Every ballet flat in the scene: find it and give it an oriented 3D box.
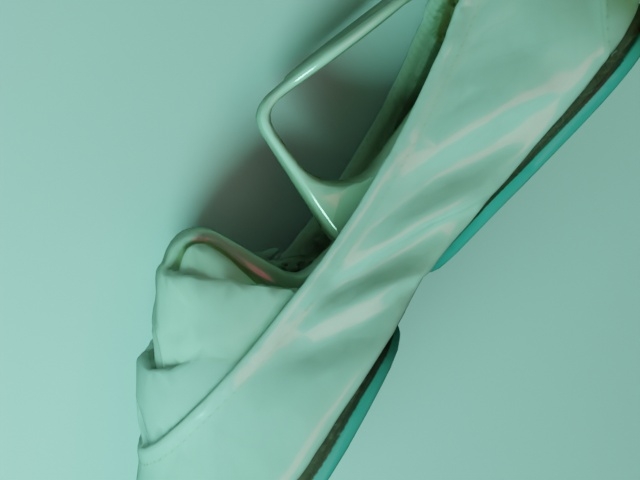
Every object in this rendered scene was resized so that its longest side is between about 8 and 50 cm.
[{"bbox_3d":[0.000,0.000,0.805,0.139,0.139,0.400,39,86,-32],"label":"ballet flat"}]
